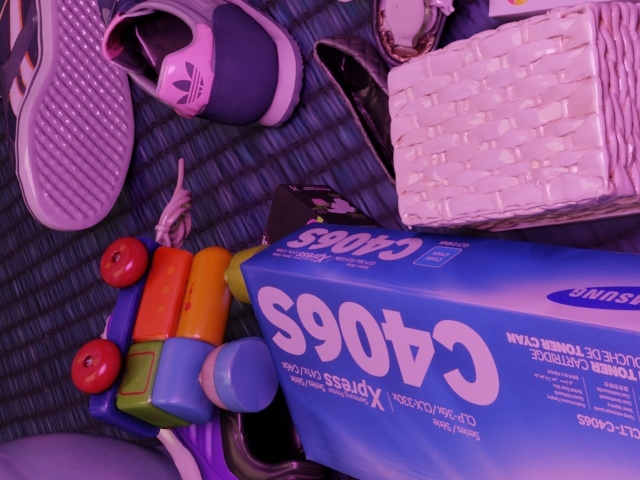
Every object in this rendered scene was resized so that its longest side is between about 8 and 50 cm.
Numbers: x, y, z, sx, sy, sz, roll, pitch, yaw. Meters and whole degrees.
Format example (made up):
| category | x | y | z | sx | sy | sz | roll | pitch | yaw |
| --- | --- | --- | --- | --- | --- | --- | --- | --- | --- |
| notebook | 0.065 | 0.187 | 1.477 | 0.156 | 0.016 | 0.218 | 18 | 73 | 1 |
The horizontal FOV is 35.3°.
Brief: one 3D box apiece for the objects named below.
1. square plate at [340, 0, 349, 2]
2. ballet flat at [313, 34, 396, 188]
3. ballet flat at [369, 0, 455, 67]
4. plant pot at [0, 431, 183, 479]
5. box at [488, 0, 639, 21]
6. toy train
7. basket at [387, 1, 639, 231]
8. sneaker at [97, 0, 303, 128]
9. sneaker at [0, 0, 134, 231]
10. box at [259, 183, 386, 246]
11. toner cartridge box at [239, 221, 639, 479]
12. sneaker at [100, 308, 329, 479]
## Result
| category | x | y | z | sx | sy | sz | roll | pitch | yaw |
| --- | --- | --- | --- | --- | --- | --- | --- | --- | --- |
| square plate | -0.020 | -0.401 | 0.680 | 0.344 | 0.049 | 0.347 | 49 | 127 | 23 |
| ballet flat | 0.044 | -0.082 | 0.726 | 0.057 | 0.049 | 0.173 | -57 | 50 | 37 |
| ballet flat | 0.066 | -0.198 | 0.642 | 0.074 | 0.074 | 0.203 | 48 | 144 | 39 |
| plant pot | -0.190 | 0.293 | 0.895 | 0.293 | 0.196 | 0.293 | 23 | 121 | 44 |
| box | 0.165 | -0.227 | 0.579 | 0.145 | 0.038 | 0.186 | 7 | 95 | 52 |
| toy train | -0.088 | 0.026 | 0.789 | 0.143 | 0.105 | 0.248 | -9 | 58 | 33 |
| basket | 0.128 | -0.067 | 0.578 | 0.167 | 0.103 | 0.113 | -9 | 85 | 50 |
| sneaker | -0.149 | -0.194 | 0.899 | 0.319 | 0.131 | 0.112 | 35 | 118 | 45 |
| sneaker | -0.277 | -0.155 | 1.070 | 0.127 | 0.126 | 0.321 | -17 | 67 | 46 |
| box | 0.000 | 0.000 | 0.782 | 0.083 | 0.052 | 0.062 | 41 | 121 | 44 |
| toner cartridge box | 0.099 | 0.086 | 0.597 | 0.348 | 0.075 | 0.165 | 6 | 121 | 51 |
| sneaker | -0.081 | 0.128 | 0.864 | 0.293 | 0.102 | 0.146 | 49 | 121 | 34 |
